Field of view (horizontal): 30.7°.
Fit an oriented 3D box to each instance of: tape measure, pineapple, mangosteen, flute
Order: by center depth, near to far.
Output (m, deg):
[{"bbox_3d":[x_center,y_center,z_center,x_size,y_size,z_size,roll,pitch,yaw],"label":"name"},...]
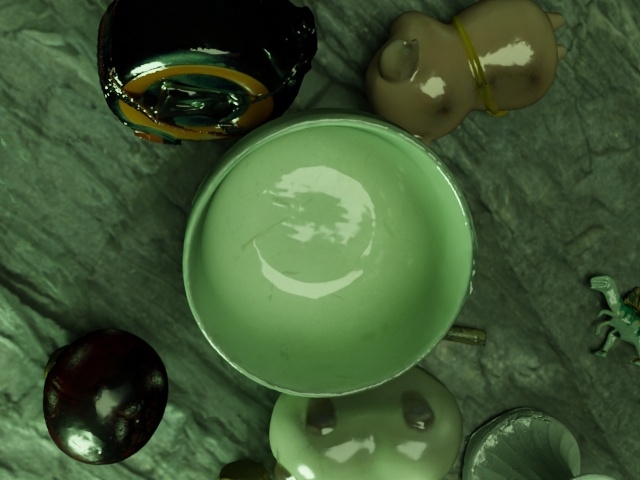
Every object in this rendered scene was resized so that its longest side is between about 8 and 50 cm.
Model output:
[{"bbox_3d":[-0.121,-0.182,1.209,0.222,0.202,0.135,2,67,-21],"label":"tape measure"},{"bbox_3d":[-0.244,0.168,1.281,0.152,0.152,0.153,-3,101,-16],"label":"mangosteen"},{"bbox_3d":[-0.087,0.344,1.396,0.074,0.074,0.159,-8,109,-15],"label":"pineapple"},{"bbox_3d":[0.099,0.103,1.425,0.233,0.027,0.027,10,98,-18],"label":"flute"}]

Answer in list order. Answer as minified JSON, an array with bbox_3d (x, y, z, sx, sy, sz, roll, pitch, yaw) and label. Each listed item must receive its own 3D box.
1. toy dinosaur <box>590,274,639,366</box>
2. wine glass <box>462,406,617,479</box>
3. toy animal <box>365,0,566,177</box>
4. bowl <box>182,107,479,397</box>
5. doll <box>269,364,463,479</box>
[{"bbox_3d":[0.414,0.112,1.518,0.187,0.044,0.106,19,79,-18],"label":"toy dinosaur"},{"bbox_3d":[0.280,0.308,1.432,0.164,0.196,0.165,-2,99,-15],"label":"wine glass"},{"bbox_3d":[0.169,-0.196,1.327,0.248,0.149,0.165,-25,114,-16],"label":"toy animal"},{"bbox_3d":[0.000,0.000,1.259,0.307,0.163,0.307,-3,109,-10],"label":"bowl"},{"bbox_3d":[0.051,0.296,1.340,0.214,0.226,0.371,-8,103,-14],"label":"doll"}]
